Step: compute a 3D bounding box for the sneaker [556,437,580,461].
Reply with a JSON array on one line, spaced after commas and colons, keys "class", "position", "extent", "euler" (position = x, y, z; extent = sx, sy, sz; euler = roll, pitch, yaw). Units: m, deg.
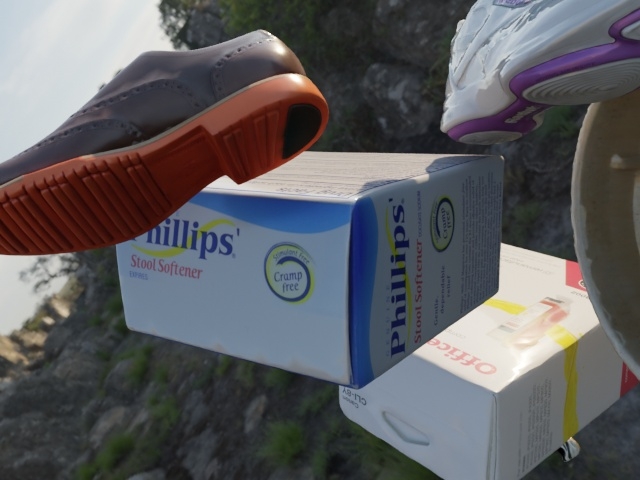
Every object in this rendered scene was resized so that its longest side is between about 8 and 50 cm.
[{"class": "sneaker", "position": [0.372, 0.315, 1.103], "extent": [0.037, 0.083, 0.032], "euler": [-33, -33, -23]}]

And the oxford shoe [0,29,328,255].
[{"class": "oxford shoe", "position": [-0.135, -0.071, 0.498], "extent": [0.271, 0.098, 0.097], "euler": [-22, -26, -11]}]

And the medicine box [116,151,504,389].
[{"class": "medicine box", "position": [0.000, 0.000, 0.668], "extent": [0.263, 0.149, 0.289], "euler": [7, 16, 35]}]

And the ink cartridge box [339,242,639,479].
[{"class": "ink cartridge box", "position": [0.252, 0.156, 0.991], "extent": [0.385, 0.160, 0.279], "euler": [-21, 27, -36]}]

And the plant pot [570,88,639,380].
[{"class": "plant pot", "position": [0.437, -0.032, 0.565], "extent": [0.334, 0.305, 0.334], "euler": [175, 90, -76]}]

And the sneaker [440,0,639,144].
[{"class": "sneaker", "position": [0.179, -0.177, 0.565], "extent": [0.305, 0.114, 0.152], "euler": [165, 107, -72]}]
